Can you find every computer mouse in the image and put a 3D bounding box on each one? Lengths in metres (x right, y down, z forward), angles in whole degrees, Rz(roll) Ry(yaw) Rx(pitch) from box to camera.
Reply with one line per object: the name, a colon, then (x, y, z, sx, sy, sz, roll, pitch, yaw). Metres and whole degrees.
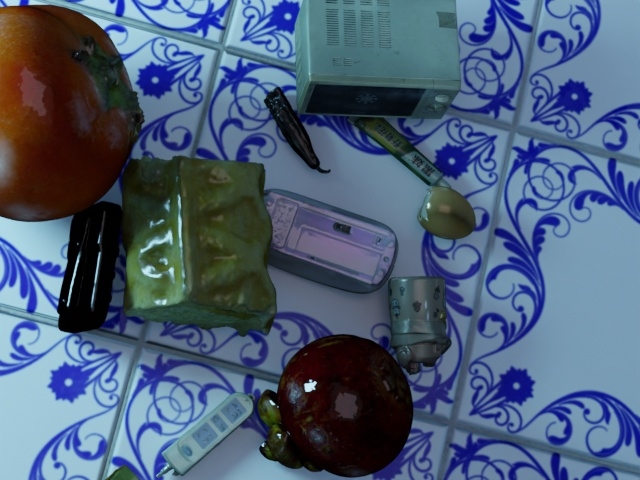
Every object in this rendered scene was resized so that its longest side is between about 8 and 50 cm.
computer mouse: (0.000, 0.000, 1.924, 0.245, 0.056, 0.126, 18, 77, 4)

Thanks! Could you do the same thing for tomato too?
tomato: (-0.424, -0.183, 1.784, 0.321, 0.321, 0.322, 2, 78, -7)

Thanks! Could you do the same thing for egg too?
egg: (0.202, -0.042, 1.950, 0.096, 0.080, 0.080, 23, 76, 0)

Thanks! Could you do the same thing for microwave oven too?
microwave oven: (0.086, -0.299, 1.949, 0.240, 0.145, 0.194, 1, 71, -9)

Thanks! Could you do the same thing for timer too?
timer: (-0.350, 0.041, 1.824, 0.055, 0.144, 0.187, 13, 75, -30)

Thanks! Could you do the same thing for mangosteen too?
mangosteen: (0.010, 0.255, 1.815, 0.257, 0.215, 0.215, -28, 82, 23)

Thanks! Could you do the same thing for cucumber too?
cucumber: (-0.037, -0.171, 1.969, 0.039, 0.043, 0.163, -24, 84, -54)

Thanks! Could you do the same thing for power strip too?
power strip: (-0.173, 0.295, 1.855, 0.191, 0.030, 0.047, -40, 85, -14)

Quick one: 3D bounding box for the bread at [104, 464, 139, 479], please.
bread: (-0.327, 0.411, 1.820, 0.074, 0.084, 0.139, 46, 107, 3)

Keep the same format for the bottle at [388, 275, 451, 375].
bottle: (0.153, 0.132, 1.906, 0.098, 0.099, 0.152, -2, 85, -8)

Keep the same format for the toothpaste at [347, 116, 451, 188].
toothpaste: (0.132, -0.147, 1.988, 0.204, 0.031, 0.049, 42, 72, 5)

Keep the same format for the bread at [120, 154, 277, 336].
bread: (-0.185, 0.005, 1.829, 0.238, 0.196, 0.252, 9, 78, -23)
